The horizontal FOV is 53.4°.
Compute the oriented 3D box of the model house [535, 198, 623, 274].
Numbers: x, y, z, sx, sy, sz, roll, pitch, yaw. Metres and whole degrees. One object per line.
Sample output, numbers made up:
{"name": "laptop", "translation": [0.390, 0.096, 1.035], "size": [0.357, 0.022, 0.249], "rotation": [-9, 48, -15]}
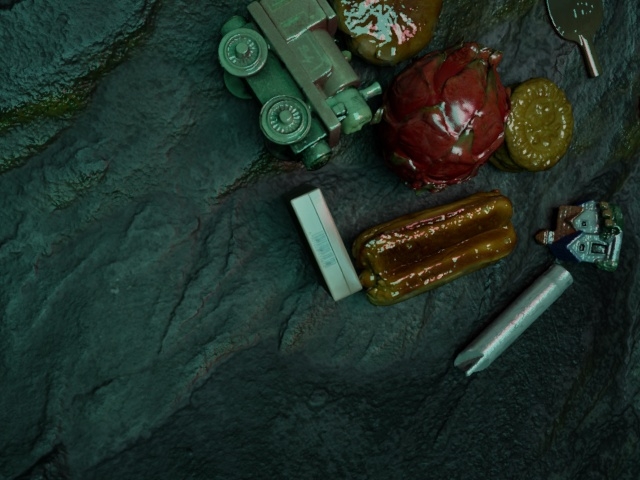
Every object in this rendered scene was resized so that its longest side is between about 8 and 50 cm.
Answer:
{"name": "model house", "translation": [0.533, -0.014, 1.330], "size": [0.148, 0.119, 0.148], "rotation": [5, 95, -8]}

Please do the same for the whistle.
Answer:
{"name": "whistle", "translation": [0.405, 0.170, 1.338], "size": [0.312, 0.062, 0.062], "rotation": [-42, 105, -7]}

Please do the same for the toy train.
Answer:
{"name": "toy train", "translation": [-0.037, -0.278, 1.094], "size": [0.221, 0.150, 0.304], "rotation": [-32, 85, -6]}

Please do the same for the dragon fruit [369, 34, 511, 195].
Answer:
{"name": "dragon fruit", "translation": [0.220, -0.229, 1.151], "size": [0.244, 0.244, 0.299], "rotation": [24, 84, -17]}

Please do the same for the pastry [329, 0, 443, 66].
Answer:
{"name": "pastry", "translation": [0.125, -0.435, 1.168], "size": [0.228, 0.100, 0.219], "rotation": [-22, 99, -11]}

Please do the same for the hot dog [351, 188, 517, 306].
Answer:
{"name": "hot dog", "translation": [0.220, 0.007, 1.240], "size": [0.348, 0.117, 0.158], "rotation": [-21, 105, -15]}

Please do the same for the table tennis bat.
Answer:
{"name": "table tennis bat", "translation": [0.539, -0.453, 1.324], "size": [0.131, 0.022, 0.235], "rotation": [-24, 100, -13]}

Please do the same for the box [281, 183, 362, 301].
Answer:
{"name": "box", "translation": [0.000, 0.000, 1.165], "size": [0.058, 0.141, 0.201], "rotation": [-25, 101, -6]}

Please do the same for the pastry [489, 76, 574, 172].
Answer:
{"name": "pastry", "translation": [0.408, -0.223, 1.258], "size": [0.188, 0.103, 0.189], "rotation": [-3, 98, -26]}
